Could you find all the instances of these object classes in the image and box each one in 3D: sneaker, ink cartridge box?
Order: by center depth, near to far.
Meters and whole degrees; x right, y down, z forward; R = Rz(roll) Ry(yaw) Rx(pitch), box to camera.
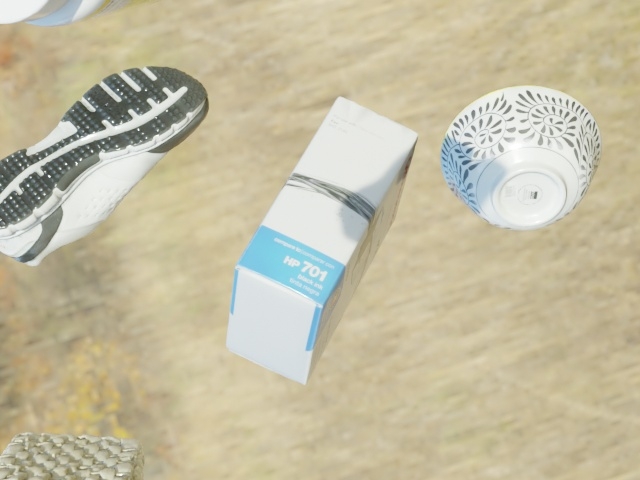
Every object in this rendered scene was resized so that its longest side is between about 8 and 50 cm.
[{"bbox_3d":[-0.092,-0.031,0.661,0.040,0.109,0.044,51,170,32],"label":"sneaker"},{"bbox_3d":[0.000,0.000,1.338,0.082,0.191,0.140,26,149,9],"label":"ink cartridge box"}]

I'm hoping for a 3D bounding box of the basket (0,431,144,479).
[{"bbox_3d":[-0.183,0.206,1.172,0.167,0.113,0.103,-108,22,-83],"label":"basket"}]

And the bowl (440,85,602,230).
[{"bbox_3d":[0.210,-0.067,1.660,0.080,0.170,0.170,-92,-6,-53],"label":"bowl"}]

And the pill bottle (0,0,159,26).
[{"bbox_3d":[-0.169,-0.211,1.116,0.208,0.119,0.119,-34,-71,-64],"label":"pill bottle"}]
